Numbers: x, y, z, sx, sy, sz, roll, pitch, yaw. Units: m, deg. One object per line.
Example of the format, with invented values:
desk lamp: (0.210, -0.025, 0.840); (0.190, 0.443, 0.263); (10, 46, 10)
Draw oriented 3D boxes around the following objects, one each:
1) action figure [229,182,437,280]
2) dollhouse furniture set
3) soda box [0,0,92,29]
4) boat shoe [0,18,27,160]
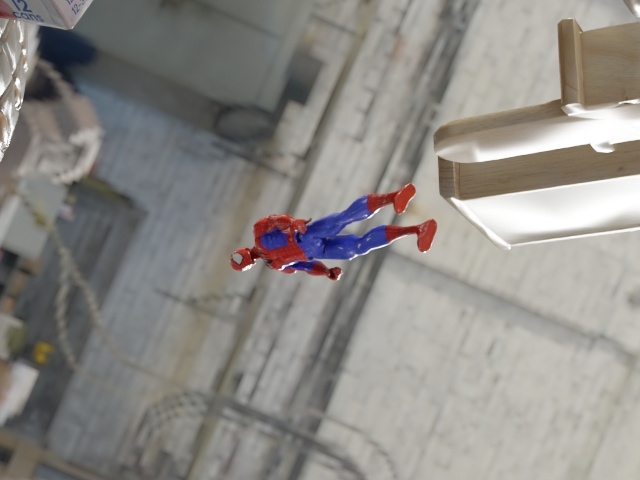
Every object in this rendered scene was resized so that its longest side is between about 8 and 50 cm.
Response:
action figure: (0.000, 0.000, 0.877); (0.115, 0.038, 0.030); (-12, -145, 41)
dollhouse furniture set: (0.164, -0.192, 1.175); (0.303, 0.174, 0.355); (36, 49, -62)
soda box: (-0.070, -0.200, 0.641); (0.263, 0.092, 0.083); (-60, 143, -26)
boat shoe: (-0.256, -0.061, 0.938); (0.355, 0.130, 0.132); (-67, 164, -52)
